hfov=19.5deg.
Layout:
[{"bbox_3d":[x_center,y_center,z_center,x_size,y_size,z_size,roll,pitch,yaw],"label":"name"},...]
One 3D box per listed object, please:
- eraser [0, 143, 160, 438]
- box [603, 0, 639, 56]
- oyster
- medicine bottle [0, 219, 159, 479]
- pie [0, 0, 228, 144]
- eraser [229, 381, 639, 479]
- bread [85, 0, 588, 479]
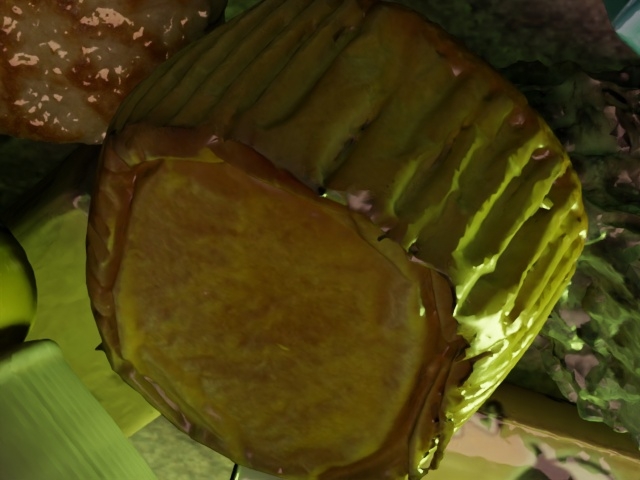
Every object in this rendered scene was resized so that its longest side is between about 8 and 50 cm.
[{"bbox_3d":[-0.195,0.083,1.125,0.144,0.078,0.343,43,122,-16],"label":"eraser"},{"bbox_3d":[0.234,-0.077,0.878,0.232,0.142,0.083,38,110,-16],"label":"box"},{"bbox_3d":[0.174,0.019,0.981,0.268,0.112,0.198,31,127,-4],"label":"oyster"},{"bbox_3d":[-0.259,0.048,0.949,0.384,0.224,0.224,51,122,6],"label":"medicine bottle"},{"bbox_3d":[-0.144,-0.140,0.952,0.205,0.084,0.179,22,126,-3],"label":"pie"},{"bbox_3d":[0.095,0.152,1.110,0.290,0.087,0.171,17,125,-2],"label":"eraser"},{"bbox_3d":[0.000,0.000,0.916,0.227,0.142,0.253,33,141,7],"label":"bread"}]
